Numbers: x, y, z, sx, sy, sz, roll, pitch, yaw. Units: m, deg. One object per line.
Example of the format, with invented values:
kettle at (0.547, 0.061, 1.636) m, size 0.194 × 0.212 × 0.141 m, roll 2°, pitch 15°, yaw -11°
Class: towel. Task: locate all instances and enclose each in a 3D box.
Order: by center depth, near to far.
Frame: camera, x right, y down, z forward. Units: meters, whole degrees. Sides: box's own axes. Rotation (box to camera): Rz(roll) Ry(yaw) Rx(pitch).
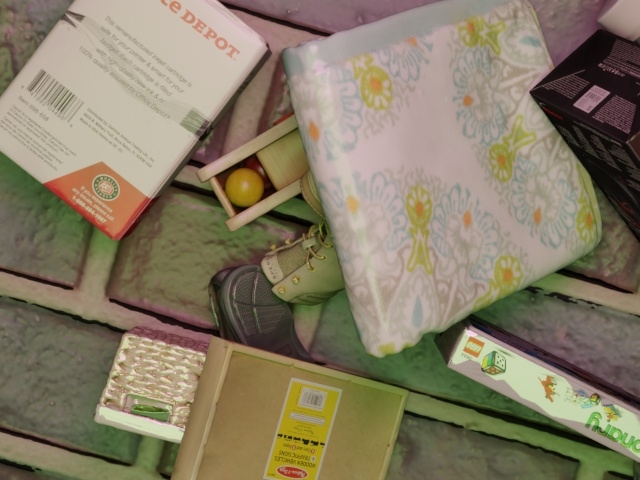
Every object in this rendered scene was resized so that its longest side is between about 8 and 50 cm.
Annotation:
towel at (0.138, -0.087, 1.575) m, size 0.374 × 0.090 × 0.321 m, roll -22°, pitch 96°, yaw -42°

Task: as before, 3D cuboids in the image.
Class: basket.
basket at (-0.177, 0.156, 1.667) m, size 0.113 × 0.167 × 0.103 m, roll 14°, pitch 89°, yaw -1°

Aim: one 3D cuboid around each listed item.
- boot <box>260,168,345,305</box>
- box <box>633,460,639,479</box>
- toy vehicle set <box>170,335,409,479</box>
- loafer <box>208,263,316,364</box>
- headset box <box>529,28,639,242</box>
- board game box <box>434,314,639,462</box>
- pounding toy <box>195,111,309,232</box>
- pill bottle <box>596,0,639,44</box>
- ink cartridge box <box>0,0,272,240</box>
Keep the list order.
boot at (0.000, 0.000, 1.625) m, size 0.165 × 0.213 × 0.077 m, roll -23°, pitch 57°, yaw 26°
box at (0.477, 0.413, 1.736) m, size 0.232 × 0.058 × 0.322 m, roll 0°, pitch 97°, yaw 1°
toy vehicle set at (-0.028, 0.214, 1.647) m, size 0.267 × 0.035 × 0.166 m, roll 19°, pitch 86°, yaw -38°
loafer at (-0.058, 0.153, 1.718) m, size 0.096 × 0.084 × 0.268 m, roll -22°, pitch 99°, yaw -29°
headset box at (0.377, -0.062, 1.579) m, size 0.110 × 0.218 × 0.293 m, roll -42°, pitch 116°, yaw -1°
board game box at (0.275, 0.169, 1.649) m, size 0.305 × 0.193 × 0.053 m, roll 27°, pitch 94°, yaw -2°
pounding toy at (0.017, -0.078, 1.645) m, size 0.269 × 0.154 × 0.155 m, roll -30°, pitch 92°, yaw 3°
pill bottle at (0.454, -0.197, 1.627) m, size 0.301 × 0.169 × 0.169 m, roll 36°, pitch 94°, yaw -2°
ink cartridge box at (-0.210, -0.167, 1.661) m, size 0.197 × 0.114 × 0.273 m, roll 39°, pitch 95°, yaw -2°
